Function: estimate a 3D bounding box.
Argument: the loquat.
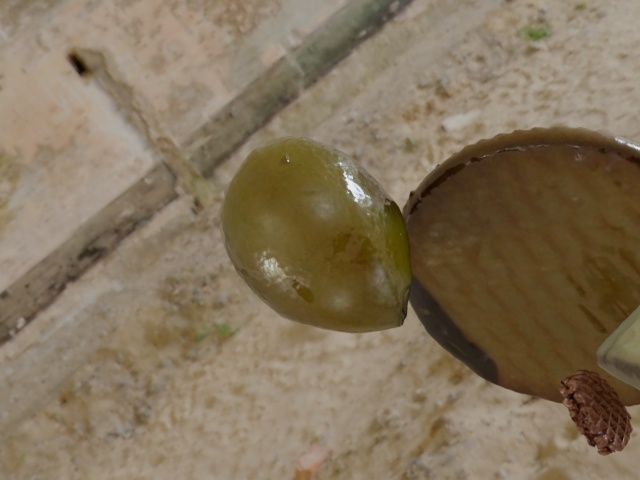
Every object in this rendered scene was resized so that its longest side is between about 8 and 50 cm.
[{"bbox_3d":[0.000,0.000,0.830,0.152,0.195,0.152,-45,-21,-23],"label":"loquat"}]

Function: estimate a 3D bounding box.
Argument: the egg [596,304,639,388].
[{"bbox_3d":[0.348,0.060,0.556,0.201,0.337,0.337,-64,24,-4],"label":"egg"}]

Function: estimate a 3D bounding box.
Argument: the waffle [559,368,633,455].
[{"bbox_3d":[0.235,0.146,0.852,0.029,0.075,0.083,-39,-22,29],"label":"waffle"}]

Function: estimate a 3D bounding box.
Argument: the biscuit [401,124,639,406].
[{"bbox_3d":[0.222,0.032,0.899,0.318,0.318,0.040,-20,29,37],"label":"biscuit"}]
